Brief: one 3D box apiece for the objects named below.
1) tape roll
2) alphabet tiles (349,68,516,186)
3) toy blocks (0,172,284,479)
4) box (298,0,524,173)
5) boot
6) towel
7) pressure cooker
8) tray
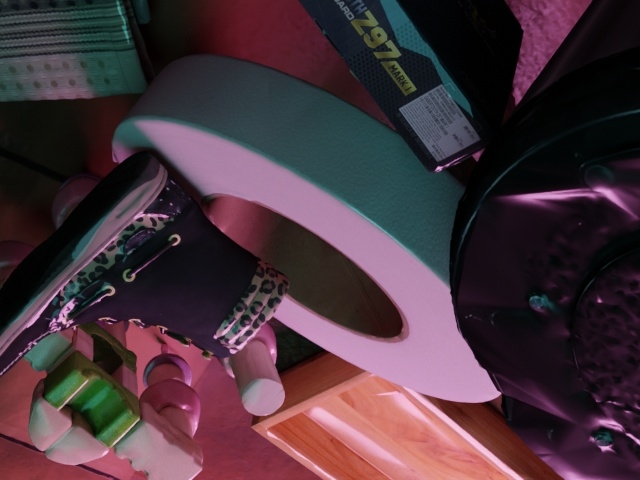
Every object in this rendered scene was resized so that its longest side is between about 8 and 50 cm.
[{"bbox_3d":[0.000,0.000,0.859,0.392,0.072,0.392,31,162,11],"label":"tape roll"},{"bbox_3d":[0.082,-0.130,0.766,0.009,0.198,0.237,-31,121,30],"label":"alphabet tiles"},{"bbox_3d":[-0.243,0.115,1.030,0.309,0.260,0.288,-44,114,5],"label":"toy blocks"},{"bbox_3d":[0.047,-0.185,0.685,0.059,0.183,0.232,-27,112,30],"label":"box"},{"bbox_3d":[-0.159,0.061,0.842,0.236,0.085,0.179,-45,119,10],"label":"boot"},{"bbox_3d":[-0.314,-0.248,0.840,0.324,0.056,0.312,-1,130,14],"label":"towel"},{"bbox_3d":[0.318,-0.052,0.658,0.370,0.420,0.375,-23,110,45],"label":"pressure cooker"},{"bbox_3d":[0.136,0.269,1.224,0.203,0.076,0.411,-31,122,32],"label":"tray"}]
